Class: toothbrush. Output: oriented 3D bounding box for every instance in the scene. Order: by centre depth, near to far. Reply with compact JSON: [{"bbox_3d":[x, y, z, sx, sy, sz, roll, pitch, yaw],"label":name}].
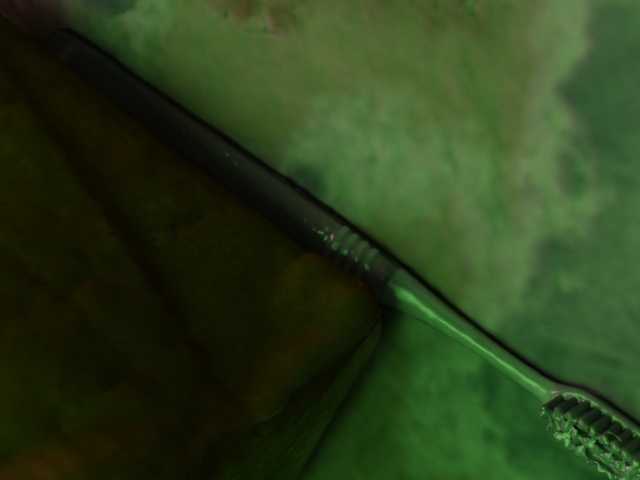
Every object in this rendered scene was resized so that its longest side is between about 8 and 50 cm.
[{"bbox_3d":[0.000,0.000,0.567,0.354,0.029,0.024,36,107,21],"label":"toothbrush"}]

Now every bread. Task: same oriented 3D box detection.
[{"bbox_3d":[-0.190,0.036,0.571,0.362,0.245,0.233,41,131,15],"label":"bread"}]
